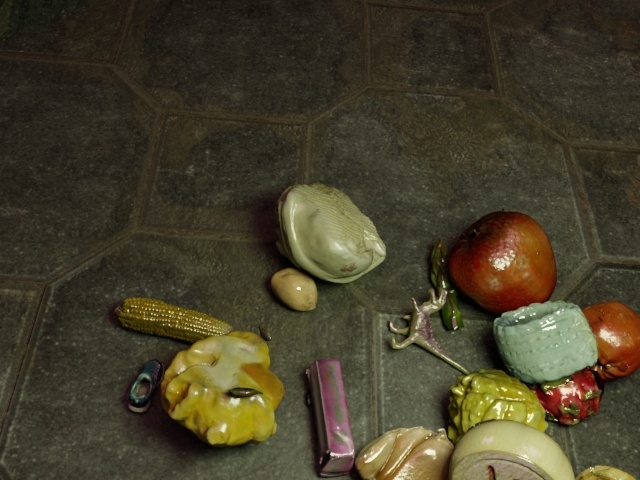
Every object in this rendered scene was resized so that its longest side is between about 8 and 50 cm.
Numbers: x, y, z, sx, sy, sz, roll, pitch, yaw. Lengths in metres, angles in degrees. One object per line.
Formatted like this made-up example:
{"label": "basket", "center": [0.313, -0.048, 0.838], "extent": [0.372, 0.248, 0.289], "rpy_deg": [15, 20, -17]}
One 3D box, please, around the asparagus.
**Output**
{"label": "asparagus", "center": [0.361, 0.126, 1.919], "extent": [0.080, 0.080, 0.287], "rpy_deg": [-2, 68, -7]}

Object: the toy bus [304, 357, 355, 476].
{"label": "toy bus", "center": [0.023, 0.436, 1.654], "extent": [0.090, 0.112, 0.274], "rpy_deg": [0, 55, -15]}

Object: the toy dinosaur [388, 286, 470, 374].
{"label": "toy dinosaur", "center": [0.291, 0.261, 1.815], "extent": [0.199, 0.072, 0.252], "rpy_deg": [-11, 69, 1]}

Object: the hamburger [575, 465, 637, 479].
{"label": "hamburger", "center": [0.644, 0.649, 1.505], "extent": [0.163, 0.244, 0.244], "rpy_deg": [-27, 61, -40]}

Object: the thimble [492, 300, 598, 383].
{"label": "thimble", "center": [0.566, 0.248, 1.680], "extent": [0.204, 0.250, 0.172], "rpy_deg": [-26, 98, -46]}

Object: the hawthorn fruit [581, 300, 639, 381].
{"label": "hawthorn fruit", "center": [0.792, 0.257, 1.810], "extent": [0.211, 0.211, 0.299], "rpy_deg": [43, 44, 22]}

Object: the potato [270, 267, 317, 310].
{"label": "potato", "center": [-0.073, 0.136, 1.853], "extent": [0.147, 0.112, 0.112], "rpy_deg": [31, 58, 22]}

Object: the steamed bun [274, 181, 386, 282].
{"label": "steamed bun", "center": [0.006, 0.000, 1.880], "extent": [0.324, 0.219, 0.309], "rpy_deg": [48, 26, 19]}

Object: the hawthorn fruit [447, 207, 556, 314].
{"label": "hawthorn fruit", "center": [0.524, 0.094, 1.845], "extent": [0.285, 0.284, 0.369], "rpy_deg": [-49, 114, -31]}

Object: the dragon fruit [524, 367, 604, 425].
{"label": "dragon fruit", "center": [0.628, 0.389, 1.722], "extent": [0.171, 0.160, 0.167], "rpy_deg": [-7, 98, -6]}

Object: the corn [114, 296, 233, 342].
{"label": "corn", "center": [-0.392, 0.219, 1.773], "extent": [0.319, 0.097, 0.097], "rpy_deg": [14, 55, 2]}

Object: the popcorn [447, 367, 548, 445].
{"label": "popcorn", "center": [0.421, 0.433, 1.624], "extent": [0.249, 0.249, 0.225], "rpy_deg": [20, 90, 8]}

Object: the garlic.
{"label": "garlic", "center": [0.220, 0.553, 1.597], "extent": [0.228, 0.110, 0.217], "rpy_deg": [-31, 75, -12]}

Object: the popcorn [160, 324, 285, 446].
{"label": "popcorn", "center": [-0.225, 0.373, 1.596], "extent": [0.297, 0.281, 0.315], "rpy_deg": [36, 25, 19]}

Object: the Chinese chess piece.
{"label": "Chinese chess piece", "center": [0.418, 0.523, 1.460], "extent": [0.270, 0.270, 0.112], "rpy_deg": [26, 36, 12]}

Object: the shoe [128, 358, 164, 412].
{"label": "shoe", "center": [-0.443, 0.360, 1.679], "extent": [0.063, 0.071, 0.143], "rpy_deg": [16, 51, 4]}
